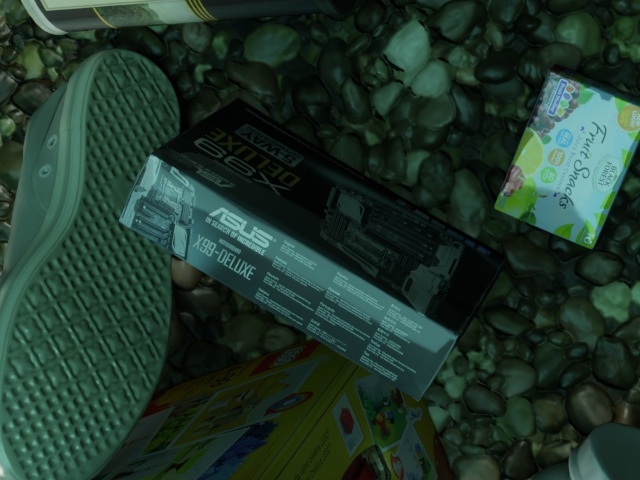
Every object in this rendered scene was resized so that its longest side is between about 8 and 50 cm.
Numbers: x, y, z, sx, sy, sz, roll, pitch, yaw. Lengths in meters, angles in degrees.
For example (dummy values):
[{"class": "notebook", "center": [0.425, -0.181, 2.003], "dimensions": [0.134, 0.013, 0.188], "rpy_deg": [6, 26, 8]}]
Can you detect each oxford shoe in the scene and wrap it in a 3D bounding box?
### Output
[{"class": "oxford shoe", "center": [-0.226, 0.031, 1.662], "dimensions": [0.169, 0.449, 0.130], "rpy_deg": [29, 143, -33]}]

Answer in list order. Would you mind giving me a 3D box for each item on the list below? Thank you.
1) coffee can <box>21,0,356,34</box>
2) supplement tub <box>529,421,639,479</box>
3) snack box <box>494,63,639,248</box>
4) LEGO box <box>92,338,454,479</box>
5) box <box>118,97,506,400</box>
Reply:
[{"class": "coffee can", "center": [-0.116, -0.291, 1.610], "dimensions": [0.275, 0.201, 0.201], "rpy_deg": [-2, 104, 16]}, {"class": "supplement tub", "center": [0.239, 0.357, 1.668], "dimensions": [0.241, 0.241, 0.331], "rpy_deg": [35, 111, 4]}, {"class": "snack box", "center": [0.231, -0.076, 1.659], "dimensions": [0.100, 0.037, 0.141], "rpy_deg": [22, 110, 7]}, {"class": "LEGO box", "center": [-0.126, 0.278, 1.608], "dimensions": [0.373, 0.500, 0.193], "rpy_deg": [-20, 99, 19]}, {"class": "box", "center": [0.000, 0.000, 1.636], "dimensions": [0.307, 0.242, 0.076], "rpy_deg": [31, 111, 6]}]
